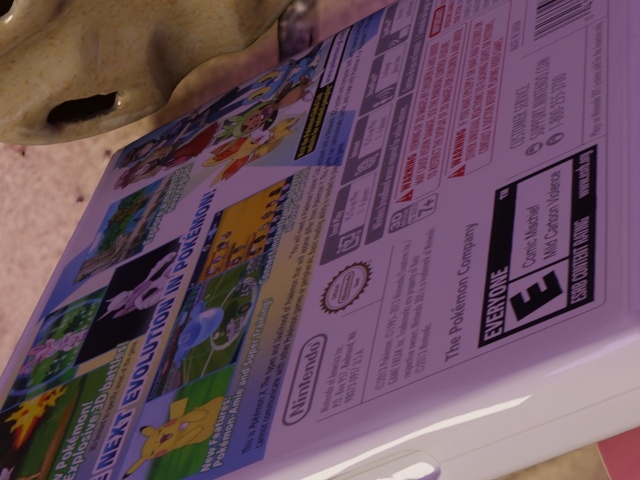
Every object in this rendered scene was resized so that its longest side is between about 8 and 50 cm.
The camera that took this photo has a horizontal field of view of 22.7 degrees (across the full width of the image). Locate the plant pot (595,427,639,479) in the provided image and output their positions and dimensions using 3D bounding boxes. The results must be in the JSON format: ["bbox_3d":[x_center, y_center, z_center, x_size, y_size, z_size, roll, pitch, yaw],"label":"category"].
[{"bbox_3d":[0.193,0.032,0.518,0.180,0.201,0.201,-41,58,36],"label":"plant pot"}]

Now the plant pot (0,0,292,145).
[{"bbox_3d":[-0.156,-0.224,0.750,0.334,0.334,0.305,-44,70,15],"label":"plant pot"}]

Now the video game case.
[{"bbox_3d":[0.000,0.000,0.616,0.300,0.036,0.329,-25,27,25],"label":"video game case"}]
